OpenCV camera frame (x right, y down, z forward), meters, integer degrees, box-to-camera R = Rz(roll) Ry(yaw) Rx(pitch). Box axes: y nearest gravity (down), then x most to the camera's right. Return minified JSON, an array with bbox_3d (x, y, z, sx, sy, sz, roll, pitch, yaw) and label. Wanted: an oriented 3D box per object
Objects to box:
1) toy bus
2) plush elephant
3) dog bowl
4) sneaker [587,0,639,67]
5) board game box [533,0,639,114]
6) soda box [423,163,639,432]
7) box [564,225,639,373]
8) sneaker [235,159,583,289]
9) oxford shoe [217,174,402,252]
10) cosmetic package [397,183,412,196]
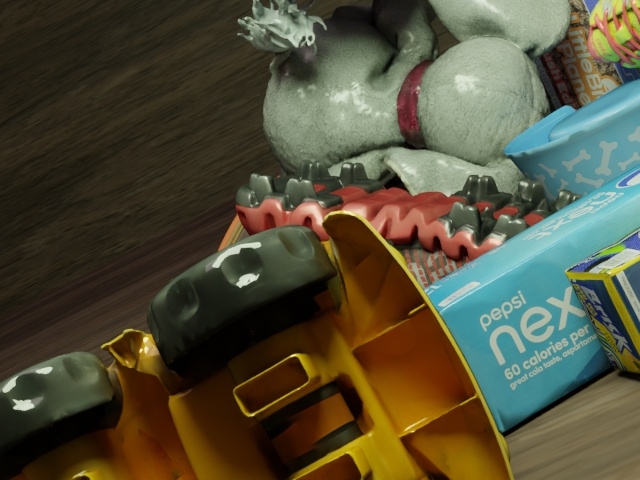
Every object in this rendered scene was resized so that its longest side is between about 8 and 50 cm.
[{"bbox_3d":[-0.032,0.097,0.618,0.220,0.149,0.211,-30,-6,6],"label":"toy bus"},{"bbox_3d":[0.097,-0.109,1.234,0.272,0.255,0.330,-68,-22,-12],"label":"plush elephant"},{"bbox_3d":[0.283,-0.105,1.081,0.297,0.074,0.166,-29,7,-14],"label":"dog bowl"},{"bbox_3d":[0.248,-0.165,1.072,0.094,0.081,0.208,-34,0,9],"label":"sneaker"},{"bbox_3d":[0.292,-0.186,1.350,0.232,0.141,0.291,-31,7,-25],"label":"board game box"},{"bbox_3d":[0.154,0.013,0.728,0.210,0.071,0.067,-29,8,-10],"label":"soda box"},{"bbox_3d":[0.206,-0.001,0.675,0.169,0.059,0.054,-29,6,-11],"label":"box"},{"bbox_3d":[0.067,0.028,0.869,0.276,0.135,0.097,7,15,37],"label":"sneaker"},{"bbox_3d":[-0.007,-0.025,1.536,0.271,0.098,0.097,-46,-31,0],"label":"oxford shoe"},{"bbox_3d":[0.088,-0.058,1.612,0.115,0.041,0.060,-28,8,4],"label":"cosmetic package"}]
